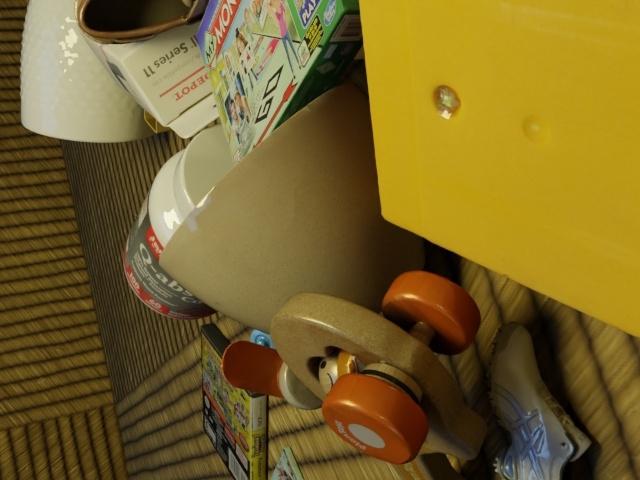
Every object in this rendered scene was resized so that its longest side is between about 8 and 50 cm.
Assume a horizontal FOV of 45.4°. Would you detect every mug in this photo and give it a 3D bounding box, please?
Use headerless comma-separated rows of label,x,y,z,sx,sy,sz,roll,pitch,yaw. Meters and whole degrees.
mug,-0.458,-0.408,1.594,0.374,0.276,0.327,-83,0,-70

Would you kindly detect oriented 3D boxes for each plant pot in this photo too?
plant pot,-0.283,-0.257,1.451,0.081,0.083,0.081,44,136,49
plant pot,0.000,0.000,0.813,0.191,0.284,0.284,46,148,3

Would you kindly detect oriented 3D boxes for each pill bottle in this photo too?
pill bottle,-0.167,-0.021,1.155,0.363,0.210,0.210,-43,60,60

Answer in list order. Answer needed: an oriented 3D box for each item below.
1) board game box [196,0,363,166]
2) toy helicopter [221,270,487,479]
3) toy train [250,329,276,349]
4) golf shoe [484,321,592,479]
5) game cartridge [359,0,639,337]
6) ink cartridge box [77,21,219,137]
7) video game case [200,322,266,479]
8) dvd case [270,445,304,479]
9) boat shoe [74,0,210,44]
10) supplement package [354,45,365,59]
board game box,-0.049,-0.225,0.800,0.317,0.046,0.213,-48,56,57
toy helicopter,0.057,0.176,0.740,0.235,0.140,0.355,5,140,38
toy train,-0.043,0.114,1.050,0.105,0.080,0.184,-28,99,32
golf shoe,0.197,0.157,0.675,0.086,0.069,0.176,-5,94,39
game cartridge,0.159,-0.084,0.516,0.324,0.053,0.285,27,139,39
ink cartridge box,-0.204,-0.291,1.118,0.353,0.207,0.119,39,163,53
video game case,-0.170,0.328,1.473,0.275,0.035,0.248,37,131,55
dvd case,-0.053,0.413,1.291,0.087,0.013,0.119,62,147,33
boat shoe,-0.149,-0.320,0.927,0.123,0.324,0.116,61,-174,-24
supplement package,0.015,-0.254,0.833,0.179,0.105,0.105,28,122,58
